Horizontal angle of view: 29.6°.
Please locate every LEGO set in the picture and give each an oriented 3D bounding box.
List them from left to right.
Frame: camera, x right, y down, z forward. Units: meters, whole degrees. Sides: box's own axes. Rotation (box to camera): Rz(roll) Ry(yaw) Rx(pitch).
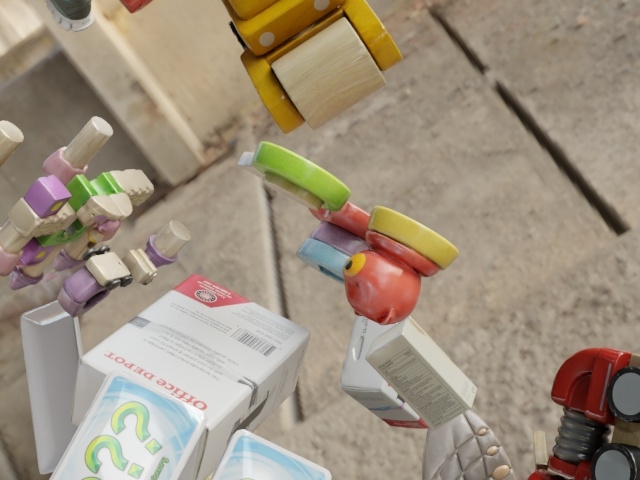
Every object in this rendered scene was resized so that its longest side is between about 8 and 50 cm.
[{"bbox_3d":[-0.064,0.188,0.489,0.244,0.182,0.060,-62,-2,-25],"label":"LEGO set"}]

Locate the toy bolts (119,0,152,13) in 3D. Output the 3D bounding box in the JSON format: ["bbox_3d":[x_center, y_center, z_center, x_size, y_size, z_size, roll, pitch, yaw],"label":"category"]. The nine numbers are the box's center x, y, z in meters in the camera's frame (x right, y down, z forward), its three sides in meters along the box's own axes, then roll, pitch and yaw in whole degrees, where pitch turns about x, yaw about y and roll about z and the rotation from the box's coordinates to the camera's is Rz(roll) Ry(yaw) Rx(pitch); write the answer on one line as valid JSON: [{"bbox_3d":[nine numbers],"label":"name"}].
[{"bbox_3d":[-0.171,-0.344,1.200,0.228,0.158,0.218,-44,-6,-19],"label":"toy bolts"}]

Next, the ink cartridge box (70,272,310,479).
[{"bbox_3d":[-0.168,0.178,1.594,0.197,0.114,0.273,25,31,17],"label":"ink cartridge box"}]

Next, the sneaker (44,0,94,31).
[{"bbox_3d":[-0.354,-0.352,1.578,0.065,0.166,0.076,-46,-4,-32],"label":"sneaker"}]

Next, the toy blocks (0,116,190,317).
[{"bbox_3d":[-0.399,0.008,1.819,0.260,0.309,0.288,-44,-13,23],"label":"toy blocks"}]

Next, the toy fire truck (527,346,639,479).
[{"bbox_3d":[0.290,0.220,1.317,0.246,0.158,0.217,12,90,51],"label":"toy fire truck"}]

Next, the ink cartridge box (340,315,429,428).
[{"bbox_3d":[0.110,0.195,1.814,0.072,0.175,0.127,1,66,31],"label":"ink cartridge box"}]

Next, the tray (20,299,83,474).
[{"bbox_3d":[-0.421,0.235,1.969,0.145,0.270,0.030,-21,-16,39],"label":"tray"}]

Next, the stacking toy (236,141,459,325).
[{"bbox_3d":[0.000,0.000,1.570,0.130,0.279,0.309,-61,12,-6],"label":"stacking toy"}]

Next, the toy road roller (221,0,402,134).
[{"bbox_3d":[-0.049,-0.341,1.774,0.202,0.240,0.329,-33,42,5],"label":"toy road roller"}]

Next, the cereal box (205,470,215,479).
[{"bbox_3d":[-0.157,0.415,2.044,0.173,0.047,0.240,-13,-17,-6],"label":"cereal box"}]

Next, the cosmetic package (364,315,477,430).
[{"bbox_3d":[0.109,0.144,1.314,0.060,0.115,0.041,-35,12,30],"label":"cosmetic package"}]

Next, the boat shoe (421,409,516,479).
[{"bbox_3d":[0.197,0.375,1.547,0.123,0.324,0.116,-12,-5,-7],"label":"boat shoe"}]
